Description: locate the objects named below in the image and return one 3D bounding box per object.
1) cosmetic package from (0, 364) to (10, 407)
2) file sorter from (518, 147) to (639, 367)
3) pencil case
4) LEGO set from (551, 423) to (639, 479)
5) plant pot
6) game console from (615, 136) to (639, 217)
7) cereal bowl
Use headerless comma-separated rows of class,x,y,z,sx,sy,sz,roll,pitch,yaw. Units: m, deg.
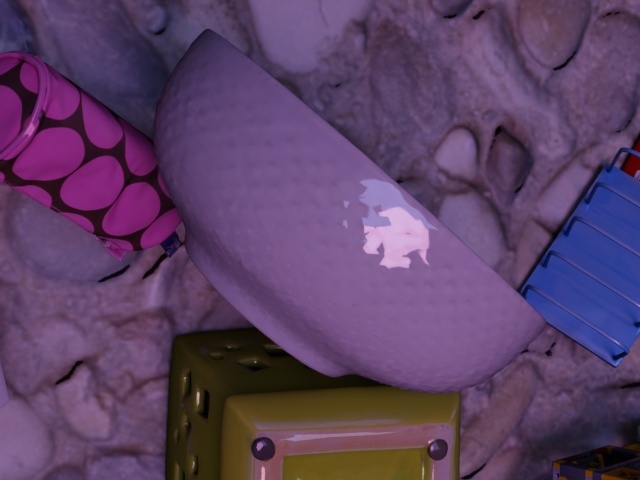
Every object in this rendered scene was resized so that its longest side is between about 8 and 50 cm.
cosmetic package,-0.347,0.129,0.710,0.231,0.085,0.117,-39,147,-36
file sorter,0.282,0.015,0.935,0.118,0.104,0.170,34,86,14
pencil case,-0.184,-0.057,0.755,0.098,0.095,0.209,-47,148,2
LEGO set,0.367,0.290,0.923,0.331,0.192,0.255,7,87,-39
plant pot,-0.004,0.203,0.832,0.228,0.207,0.227,1,95,-17
game console,0.361,-0.027,1.029,0.124,0.085,0.144,28,85,13
cereal bowl,0.000,0.000,0.757,0.339,0.339,0.141,40,95,-17
